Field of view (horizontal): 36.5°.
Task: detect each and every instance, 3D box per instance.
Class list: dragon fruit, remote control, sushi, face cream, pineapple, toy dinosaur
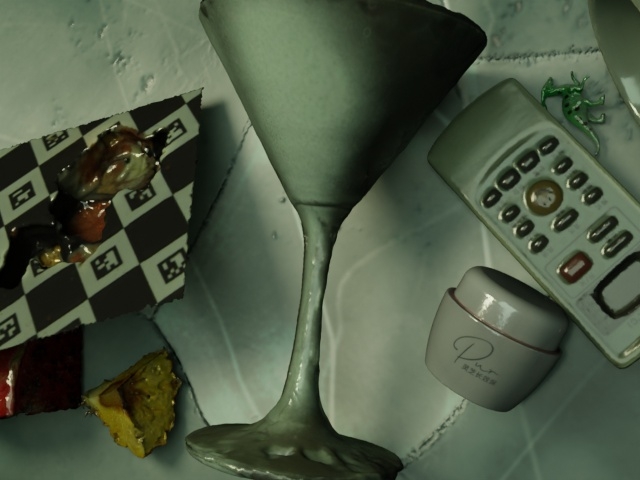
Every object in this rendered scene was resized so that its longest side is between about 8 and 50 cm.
[{"bbox_3d":[-0.341,0.137,1.024,0.161,0.120,0.127,-14,74,19],"label":"dragon fruit"},{"bbox_3d":[0.228,-0.022,0.909,0.123,0.038,0.285,-41,74,9],"label":"remote control"},{"bbox_3d":[-0.242,-0.003,0.994,0.294,0.059,0.292,-13,49,18],"label":"sushi"},{"bbox_3d":[0.158,0.088,0.877,0.117,0.117,0.104,31,102,18],"label":"face cream"},{"bbox_3d":[-0.210,0.167,1.007,0.114,0.077,0.114,-6,77,30],"label":"pineapple"},{"bbox_3d":[0.240,-0.123,0.927,0.062,0.021,0.083,5,81,25],"label":"toy dinosaur"}]

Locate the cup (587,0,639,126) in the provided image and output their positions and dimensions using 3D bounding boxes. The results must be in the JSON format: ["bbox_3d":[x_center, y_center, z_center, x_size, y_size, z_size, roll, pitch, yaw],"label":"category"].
[{"bbox_3d":[0.360,-0.217,0.838,0.234,0.186,0.258,-28,49,4],"label":"cup"}]

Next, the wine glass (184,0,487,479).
[{"bbox_3d":[0.000,0.000,0.878,0.267,0.267,0.406,6,91,18],"label":"wine glass"}]
